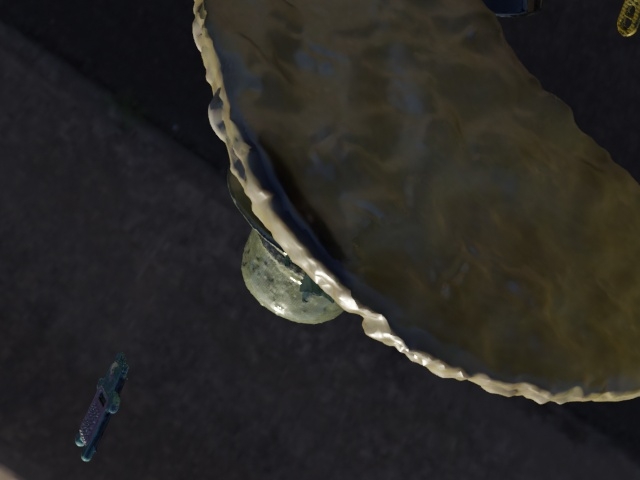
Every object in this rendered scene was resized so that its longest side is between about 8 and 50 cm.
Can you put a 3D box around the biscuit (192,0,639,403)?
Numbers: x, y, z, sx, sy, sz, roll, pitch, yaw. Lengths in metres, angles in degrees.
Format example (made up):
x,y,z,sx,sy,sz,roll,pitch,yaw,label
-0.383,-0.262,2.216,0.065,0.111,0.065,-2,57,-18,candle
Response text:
x,y,z,sx,sy,sz,roll,pitch,yaw,label
0.031,-0.033,0.509,0.250,0.133,0.032,51,147,1,biscuit

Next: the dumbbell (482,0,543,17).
x,y,z,sx,sy,sz,roll,pitch,yaw,label
0.206,-0.352,1.679,0.100,0.100,0.191,6,107,18,dumbbell

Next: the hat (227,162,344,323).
x,y,z,sx,sy,sz,roll,pitch,yaw,label
-0.017,0.018,1.715,0.257,0.257,0.130,30,118,-2,hat

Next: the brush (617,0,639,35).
x,y,z,sx,sy,sz,roll,pitch,yaw,label
0.378,-0.335,1.678,0.010,0.082,0.218,7,111,-32,brush

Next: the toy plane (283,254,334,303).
x,y,z,sx,sy,sz,roll,pitch,yaw,label
0.000,0.000,1.305,0.102,0.040,0.111,3,87,53,toy plane

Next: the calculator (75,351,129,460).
x,y,z,sx,sy,sz,roll,pitch,yaw,label
-0.283,0.214,1.938,0.019,0.094,0.141,23,98,-24,calculator
